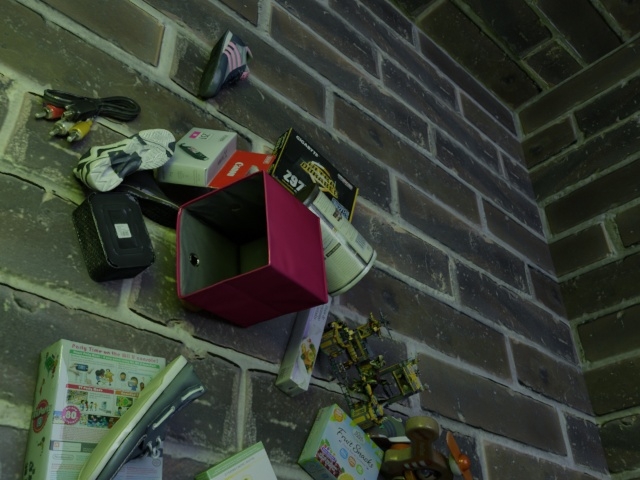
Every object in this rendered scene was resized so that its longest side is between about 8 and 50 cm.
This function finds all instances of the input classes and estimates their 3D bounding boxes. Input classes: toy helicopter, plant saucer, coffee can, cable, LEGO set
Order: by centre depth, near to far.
[{"bbox_3d":[-0.308,0.132,1.491,0.084,0.013,0.083,29,46,-35],"label":"plant saucer"},{"bbox_3d":[-0.567,-0.315,1.497,0.139,0.072,0.287,39,25,2],"label":"cable"},{"bbox_3d":[0.281,0.559,1.587,0.354,0.235,0.140,80,16,-44],"label":"toy helicopter"},{"bbox_3d":[0.162,0.341,1.702,0.255,0.192,0.331,14,51,-60],"label":"LEGO set"},{"bbox_3d":[0.000,0.000,1.780,0.275,0.202,0.201,48,38,-15],"label":"coffee can"}]

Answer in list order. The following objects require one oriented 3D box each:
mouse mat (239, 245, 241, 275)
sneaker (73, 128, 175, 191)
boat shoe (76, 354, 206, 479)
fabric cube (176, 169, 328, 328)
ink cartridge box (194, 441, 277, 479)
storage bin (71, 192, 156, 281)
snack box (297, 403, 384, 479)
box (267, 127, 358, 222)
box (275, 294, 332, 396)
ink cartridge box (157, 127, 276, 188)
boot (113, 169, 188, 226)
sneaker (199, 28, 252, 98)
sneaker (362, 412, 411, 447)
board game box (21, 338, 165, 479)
[{"bbox_3d":[-0.188,0.092,1.663,0.152,0.007,0.189,50,39,-11],"label":"mouse mat"},{"bbox_3d":[-0.464,-0.195,1.421,0.235,0.153,0.094,-44,131,-30],"label":"sneaker"},{"bbox_3d":[-0.307,0.338,1.108,0.099,0.116,0.319,48,32,-9],"label":"boat shoe"},{"bbox_3d":[-0.162,0.032,1.473,0.258,0.259,0.253,38,38,-52],"label":"fabric cube"},{"bbox_3d":[-0.153,0.580,1.324,0.171,0.056,0.234,-11,72,-52],"label":"ink cartridge box"},{"bbox_3d":[-0.457,-0.009,1.360,0.122,0.084,0.180,-5,69,-51],"label":"storage bin"},{"bbox_3d":[0.057,0.554,1.568,0.207,0.070,0.174,49,36,-14],"label":"snack box"},{"bbox_3d":[-0.028,-0.171,1.973,0.322,0.079,0.257,41,42,-23],"label":"box"},{"bbox_3d":[-0.041,0.267,1.661,0.063,0.067,0.323,42,39,-22],"label":"box"},{"bbox_3d":[-0.259,-0.212,1.590,0.239,0.060,0.275,7,29,6],"label":"ink cartridge box"},{"bbox_3d":[-0.404,-0.125,1.517,0.198,0.077,0.136,30,40,-34],"label":"boot"},{"bbox_3d":[-0.280,-0.529,1.904,0.131,0.112,0.318,33,45,-26],"label":"sneaker"},{"bbox_3d":[0.175,0.531,1.732,0.192,0.064,0.086,22,43,-39],"label":"sneaker"},{"bbox_3d":[-0.413,0.357,1.145,0.224,0.098,0.303,23,51,-40],"label":"board game box"}]
